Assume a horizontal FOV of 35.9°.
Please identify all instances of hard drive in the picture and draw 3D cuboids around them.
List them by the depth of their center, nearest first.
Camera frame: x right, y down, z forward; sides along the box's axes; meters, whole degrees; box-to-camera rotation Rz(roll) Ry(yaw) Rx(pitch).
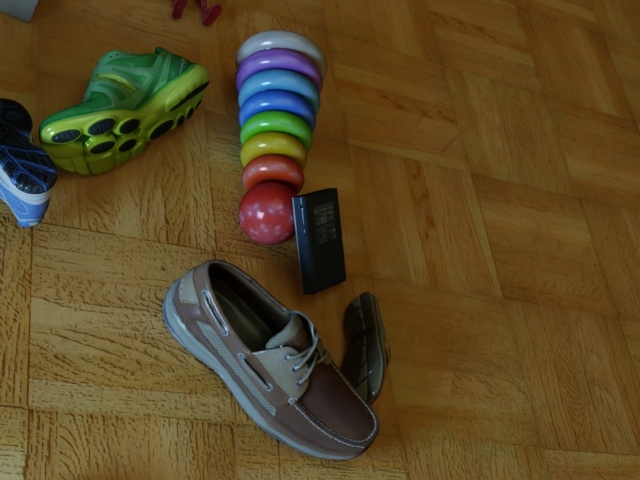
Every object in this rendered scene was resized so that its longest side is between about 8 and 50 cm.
[{"bbox_3d":[0.000,0.000,1.373,0.094,0.022,0.135,-19,105,-57],"label":"hard drive"}]

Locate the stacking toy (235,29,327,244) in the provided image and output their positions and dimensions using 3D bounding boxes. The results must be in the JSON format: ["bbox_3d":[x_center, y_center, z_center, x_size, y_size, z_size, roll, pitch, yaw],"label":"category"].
[{"bbox_3d":[-0.068,-0.140,1.436,0.141,0.141,0.330,17,58,-23],"label":"stacking toy"}]

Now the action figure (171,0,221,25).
[{"bbox_3d":[-0.202,-0.497,1.591,0.091,0.139,0.280,7,53,-31],"label":"action figure"}]

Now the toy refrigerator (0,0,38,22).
[{"bbox_3d":[-0.377,-0.428,1.324,0.094,0.269,0.102,22,48,-18],"label":"toy refrigerator"}]

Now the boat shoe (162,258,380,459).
[{"bbox_3d":[-0.052,0.148,1.228,0.324,0.116,0.123,39,46,-4],"label":"boat shoe"}]

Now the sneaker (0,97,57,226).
[{"bbox_3d":[-0.387,-0.102,1.220,0.080,0.081,0.211,-8,45,-29],"label":"sneaker"}]

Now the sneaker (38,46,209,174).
[{"bbox_3d":[-0.279,-0.183,1.343,0.123,0.109,0.295,36,41,14],"label":"sneaker"}]

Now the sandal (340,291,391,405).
[{"bbox_3d":[0.067,0.152,1.350,0.049,0.072,0.180,38,37,-35],"label":"sandal"}]
